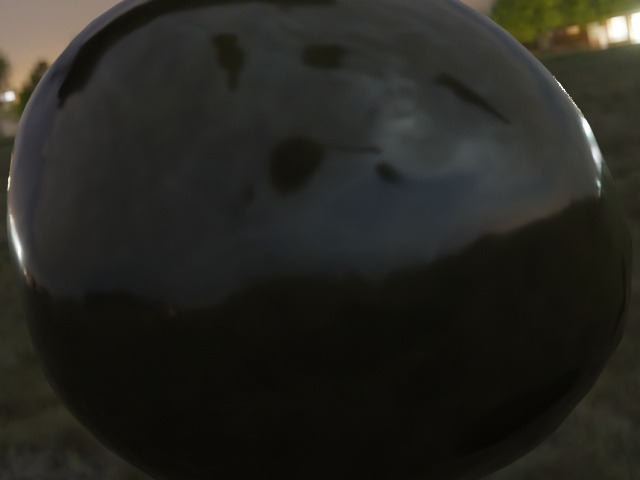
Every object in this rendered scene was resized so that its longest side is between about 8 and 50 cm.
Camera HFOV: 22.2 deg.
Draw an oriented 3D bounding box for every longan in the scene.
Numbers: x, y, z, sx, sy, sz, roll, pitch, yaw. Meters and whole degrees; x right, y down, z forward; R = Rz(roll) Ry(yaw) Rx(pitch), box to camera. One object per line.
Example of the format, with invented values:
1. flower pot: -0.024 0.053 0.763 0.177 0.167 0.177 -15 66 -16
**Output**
1. longan: 0.000 0.000 0.635 0.246 0.246 0.215 -18 -28 -49
